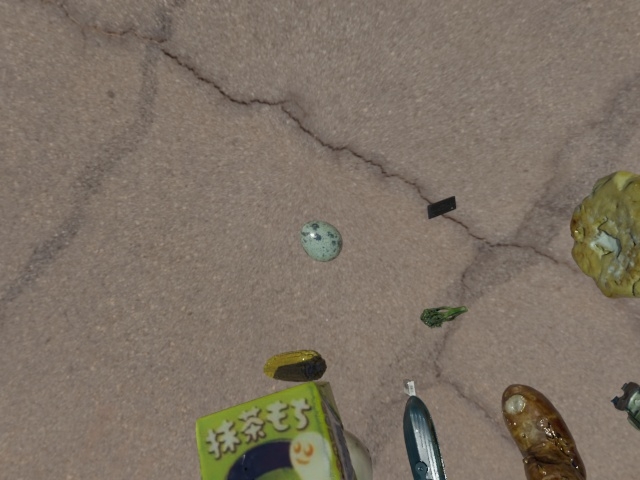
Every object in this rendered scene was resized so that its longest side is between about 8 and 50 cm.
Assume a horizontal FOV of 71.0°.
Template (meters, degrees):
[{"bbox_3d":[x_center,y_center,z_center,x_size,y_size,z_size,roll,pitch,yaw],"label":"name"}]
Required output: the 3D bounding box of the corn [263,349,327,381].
[{"bbox_3d":[-0.078,0.382,1.357,0.262,0.097,0.097,-20,102,45],"label":"corn"}]

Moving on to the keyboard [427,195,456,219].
[{"bbox_3d":[0.429,-0.117,1.585,0.155,0.010,0.053,-19,107,-34],"label":"keyboard"}]

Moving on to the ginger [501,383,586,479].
[{"bbox_3d":[0.686,0.638,1.379,0.176,0.418,0.254,-33,143,23],"label":"ginger"}]

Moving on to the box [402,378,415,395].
[{"bbox_3d":[0.346,0.572,1.752,0.024,0.083,0.054,-9,81,-6],"label":"box"}]

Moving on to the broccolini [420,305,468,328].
[{"bbox_3d":[0.448,0.277,1.655,0.068,0.202,0.091,-27,84,-33],"label":"broccolini"}]

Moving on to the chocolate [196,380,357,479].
[{"bbox_3d":[-0.091,0.452,0.897,0.301,0.137,0.288,-18,57,0],"label":"chocolate"}]

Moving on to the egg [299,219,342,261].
[{"bbox_3d":[0.000,0.000,1.512,0.132,0.132,0.172,-46,128,6],"label":"egg"}]

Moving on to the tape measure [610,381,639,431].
[{"bbox_3d":[0.653,0.350,0.755,0.235,0.207,0.115,36,91,14],"label":"tape measure"}]

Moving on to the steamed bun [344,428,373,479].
[{"bbox_3d":[0.030,0.829,1.581,0.206,0.324,0.324,23,98,-21],"label":"steamed bun"}]

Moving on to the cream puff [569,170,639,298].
[{"bbox_3d":[0.772,-0.016,1.041,0.257,0.291,0.324,-6,142,-14],"label":"cream puff"}]

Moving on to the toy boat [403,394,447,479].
[{"bbox_3d":[0.294,0.575,1.295,0.093,0.103,0.246,-23,66,30],"label":"toy boat"}]
